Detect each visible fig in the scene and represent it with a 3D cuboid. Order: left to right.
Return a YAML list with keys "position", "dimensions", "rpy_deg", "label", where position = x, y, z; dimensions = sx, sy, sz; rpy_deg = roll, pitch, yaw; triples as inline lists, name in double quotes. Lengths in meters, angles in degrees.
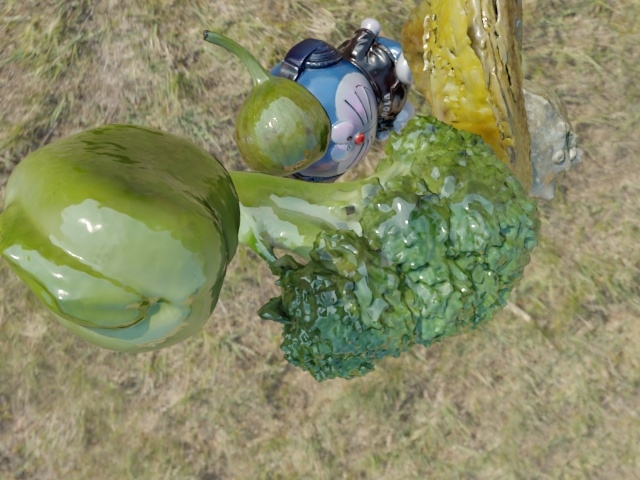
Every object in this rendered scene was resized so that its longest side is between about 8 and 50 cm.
- position: [-0.087, -0.211, 1.276]
  dimensions: [0.149, 0.149, 0.245]
  rpy_deg: [-30, 102, 0]
  label: "fig"

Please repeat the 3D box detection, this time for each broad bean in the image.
- position: [-0.102, -0.007, 0.452]
  dimensions: [0.124, 0.174, 0.082]
  rpy_deg: [16, 109, -16]
  label: "broad bean"

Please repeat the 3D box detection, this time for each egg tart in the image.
- position: [0.151, -0.168, 0.876]
  dimensions: [0.132, 0.297, 0.297]
  rpy_deg: [-10, 114, 14]
  label: "egg tart"

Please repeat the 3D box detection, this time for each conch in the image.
- position: [0.303, -0.126, 1.458]
  dimensions: [0.297, 0.352, 0.210]
  rpy_deg: [-44, 73, 23]
  label: "conch"

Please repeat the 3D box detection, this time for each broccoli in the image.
- position: [0.026, 0.023, 0.694]
  dimensions: [0.302, 0.254, 0.186]
  rpy_deg: [-18, 125, -6]
  label: "broccoli"

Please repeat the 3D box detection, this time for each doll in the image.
- position: [0.020, -0.243, 1.573]
  dimensions: [0.310, 0.240, 0.284]
  rpy_deg: [-43, 141, -31]
  label: "doll"
